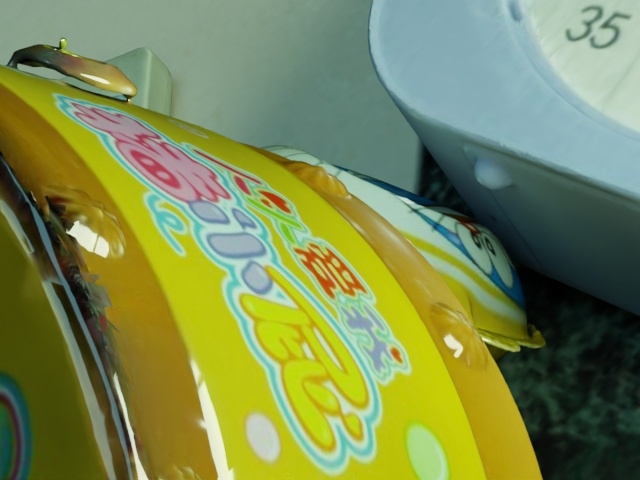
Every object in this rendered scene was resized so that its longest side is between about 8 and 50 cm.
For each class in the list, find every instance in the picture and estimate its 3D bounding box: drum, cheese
[{"bbox_3d":[-0.140,0.141,0.641,0.431,0.214,0.431,-8,77,36],"label":"drum"},{"bbox_3d":[0.000,0.000,0.821,0.069,0.177,0.270,-67,25,4],"label":"cheese"}]

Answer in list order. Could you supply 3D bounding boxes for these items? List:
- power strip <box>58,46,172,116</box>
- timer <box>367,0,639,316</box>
[{"bbox_3d":[-0.121,-0.024,1.020,0.081,0.035,0.192,-20,46,23],"label":"power strip"},{"bbox_3d":[0.231,-0.132,0.747,0.395,0.173,0.395,-21,44,22],"label":"timer"}]
